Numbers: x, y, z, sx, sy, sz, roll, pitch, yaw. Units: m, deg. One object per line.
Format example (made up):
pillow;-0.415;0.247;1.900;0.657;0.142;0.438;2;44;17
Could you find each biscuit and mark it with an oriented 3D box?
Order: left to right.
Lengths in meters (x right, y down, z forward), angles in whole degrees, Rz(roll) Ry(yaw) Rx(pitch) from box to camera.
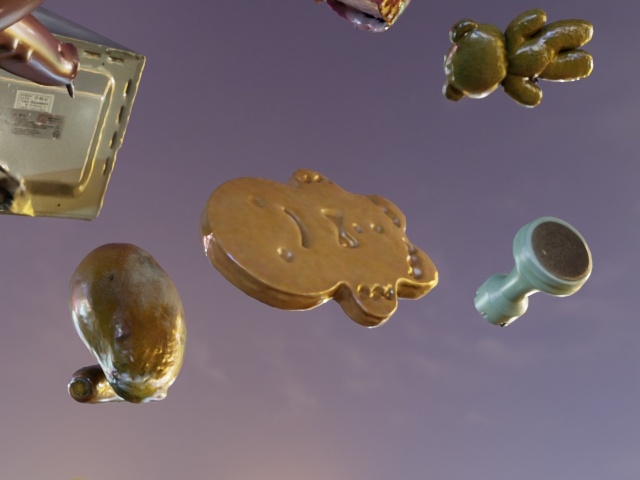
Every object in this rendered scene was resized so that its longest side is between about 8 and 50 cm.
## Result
biscuit;0.001;-0.002;1.261;0.355;0.275;0.052;6;-46;-35

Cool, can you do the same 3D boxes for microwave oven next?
microwave oven;-0.493;-0.194;1.138;0.432;0.236;0.374;3;20;-47

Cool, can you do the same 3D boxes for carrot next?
carrot;-0.339;0.249;1.608;0.070;0.070;0.342;2;-9;13

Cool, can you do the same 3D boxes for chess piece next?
chess piece;0.171;0.032;0.777;0.067;0.067;0.103;18;-36;-15

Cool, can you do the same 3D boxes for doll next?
doll;0.272;-0.258;1.294;0.209;0.097;0.137;-4;-57;-4

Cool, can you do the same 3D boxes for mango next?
mango;-0.305;0.130;1.493;0.192;0.316;0.146;19;-59;-36

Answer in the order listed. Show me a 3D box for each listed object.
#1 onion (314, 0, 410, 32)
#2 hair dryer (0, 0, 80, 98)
onion;0.058;-0.380;1.199;0.200;0.201;0.207;-17;-36;37
hair dryer;-0.324;-0.168;0.798;0.312;0.123;0.340;-18;-11;6
